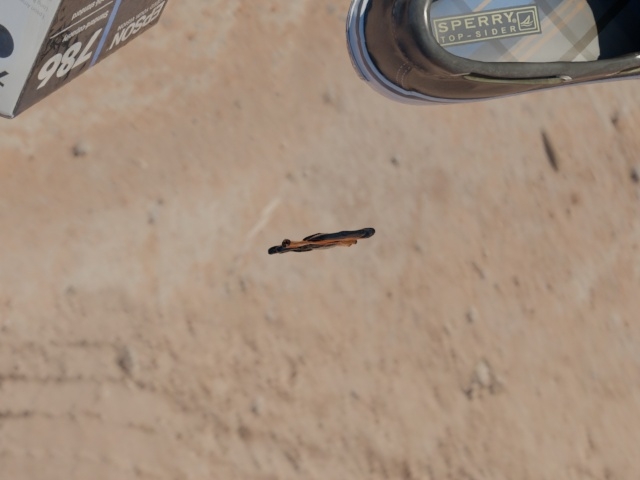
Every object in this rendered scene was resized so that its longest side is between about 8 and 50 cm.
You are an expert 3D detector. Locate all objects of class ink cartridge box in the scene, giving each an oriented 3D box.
[{"bbox_3d":[-0.125,-0.186,0.988,0.065,0.165,0.332,40,131,5],"label":"ink cartridge box"}]

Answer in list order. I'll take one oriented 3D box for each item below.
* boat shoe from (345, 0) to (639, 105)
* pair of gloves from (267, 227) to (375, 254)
[{"bbox_3d":[0.124,-0.100,0.648,0.229,0.076,0.080,-10,95,-18],"label":"boat shoe"},{"bbox_3d":[0.000,0.000,1.331,0.074,0.083,0.010,-6,86,-17],"label":"pair of gloves"}]
